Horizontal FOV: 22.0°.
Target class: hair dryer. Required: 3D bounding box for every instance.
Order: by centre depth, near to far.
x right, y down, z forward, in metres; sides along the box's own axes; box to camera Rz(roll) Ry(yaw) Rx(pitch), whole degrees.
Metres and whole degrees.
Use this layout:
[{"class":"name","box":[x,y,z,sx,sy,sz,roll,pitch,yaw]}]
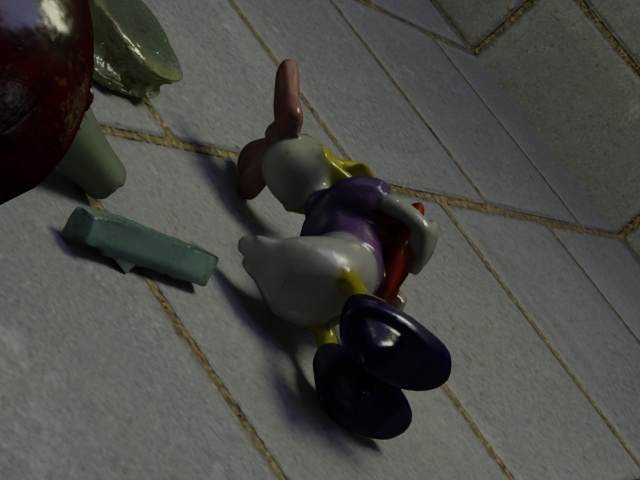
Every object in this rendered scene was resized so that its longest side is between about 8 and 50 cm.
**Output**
[{"class":"hair dryer","box":[-0.250,-0.119,1.378,0.225,0.088,0.219,30,-17,52]}]

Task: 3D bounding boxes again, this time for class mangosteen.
[{"class":"mangosteen","box":[-0.282,-0.129,1.114,0.257,0.215,0.215,14,33,-26]}]

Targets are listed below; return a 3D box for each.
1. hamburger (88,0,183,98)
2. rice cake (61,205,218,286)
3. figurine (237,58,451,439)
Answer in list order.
[{"class":"hamburger","box":[-0.203,-0.203,1.674,0.133,0.062,0.140,57,17,14]},{"class":"rice cake","box":[-0.151,0.009,1.396,0.030,0.042,0.180,28,3,34]},{"class":"figurine","box":[0.005,0.004,1.603,0.193,0.154,0.421,16,35,-18]}]
